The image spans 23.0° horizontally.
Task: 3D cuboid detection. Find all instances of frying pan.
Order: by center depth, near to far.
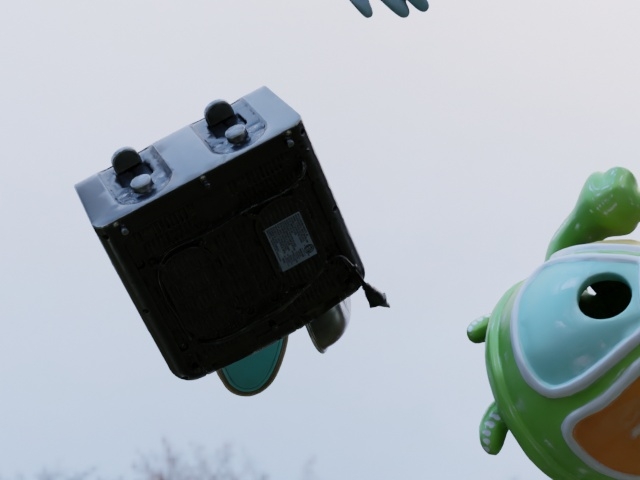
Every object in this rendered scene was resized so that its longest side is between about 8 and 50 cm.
[{"bbox_3d":[0.005,0.029,1.808,0.053,0.197,0.326,-12,-4,9],"label":"frying pan"}]

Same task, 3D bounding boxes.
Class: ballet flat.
[{"bbox_3d":[-0.072,0.025,1.440,0.080,0.232,0.073,-2,0,-11],"label":"ballet flat"}]

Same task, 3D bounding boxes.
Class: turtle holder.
[{"bbox_3d":[0.313,0.100,1.622,0.243,0.320,0.227,40,-46,-4],"label":"turtle holder"}]

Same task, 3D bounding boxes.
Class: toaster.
[{"bbox_3d":[-0.068,-0.002,1.155,0.168,0.110,0.185,-29,-56,-6],"label":"toaster"}]

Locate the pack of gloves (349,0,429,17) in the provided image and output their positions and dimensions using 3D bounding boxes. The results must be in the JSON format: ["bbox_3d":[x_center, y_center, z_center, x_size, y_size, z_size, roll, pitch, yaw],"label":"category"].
[{"bbox_3d":[0.051,-0.305,1.254,0.195,0.232,0.046,-41,0,-14],"label":"pack of gloves"}]
